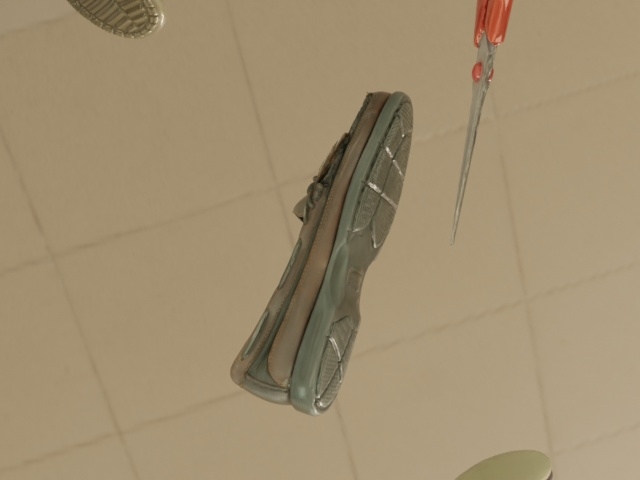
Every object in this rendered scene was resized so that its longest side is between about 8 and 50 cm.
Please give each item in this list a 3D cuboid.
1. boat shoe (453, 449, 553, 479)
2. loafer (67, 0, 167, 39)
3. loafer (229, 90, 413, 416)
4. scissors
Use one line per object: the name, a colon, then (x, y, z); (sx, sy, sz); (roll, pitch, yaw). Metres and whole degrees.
boat shoe: (0.101, 0.191, 0.938); (0.137, 0.049, 0.043); (-32, 118, -3)
loafer: (-0.245, -0.324, 1.412); (0.102, 0.092, 0.268); (-21, 120, 38)
loafer: (0.000, 0.000, 1.086); (0.096, 0.084, 0.267); (49, 56, -65)
scissors: (0.129, -0.148, 1.063); (0.021, 0.109, 0.297); (11, 78, -15)
